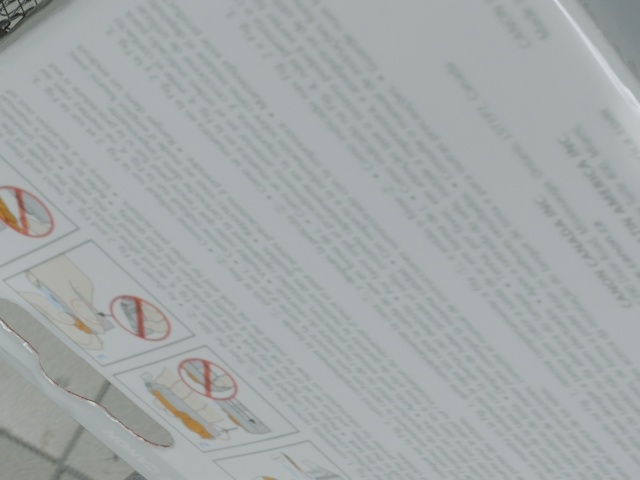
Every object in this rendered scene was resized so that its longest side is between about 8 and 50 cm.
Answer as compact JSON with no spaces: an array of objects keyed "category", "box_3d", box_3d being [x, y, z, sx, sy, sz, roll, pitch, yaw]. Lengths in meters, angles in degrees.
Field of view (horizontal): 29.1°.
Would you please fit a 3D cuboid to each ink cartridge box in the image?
[{"category":"ink cartridge box","box_3d":[0.000,0.000,0.528,0.308,0.385,0.091,46,48,-23]}]

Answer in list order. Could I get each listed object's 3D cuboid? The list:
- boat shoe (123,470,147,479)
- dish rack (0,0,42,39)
[{"category":"boat shoe","box_3d":[-0.112,0.250,0.894,0.066,0.063,0.184,-15,101,11]},{"category":"dish rack","box_3d":[-0.341,-0.255,1.328,0.074,0.208,0.271,-34,62,15]}]
